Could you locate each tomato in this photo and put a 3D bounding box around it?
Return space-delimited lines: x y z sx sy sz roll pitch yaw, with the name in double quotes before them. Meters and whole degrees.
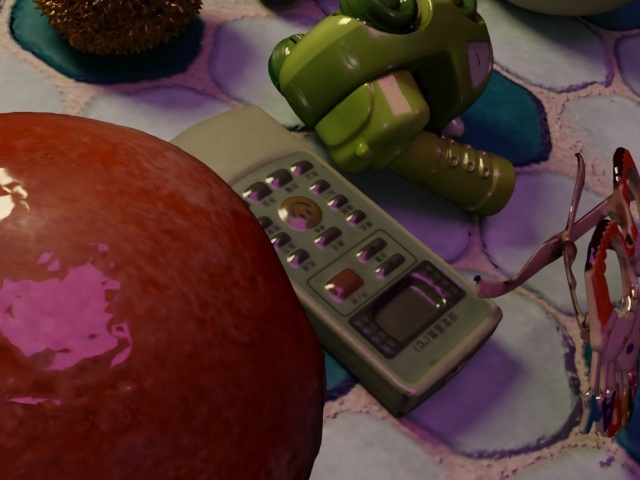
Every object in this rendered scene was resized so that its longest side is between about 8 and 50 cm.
"tomato" -0.120 0.070 0.417 0.265 0.265 0.265 10 49 -12

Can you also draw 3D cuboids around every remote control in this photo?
"remote control" 0.000 0.000 0.676 0.123 0.038 0.285 -32 67 -36

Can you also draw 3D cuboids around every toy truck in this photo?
"toy truck" 0.063 -0.120 0.735 0.187 0.148 0.210 3 66 -40

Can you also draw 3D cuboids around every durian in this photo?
"durian" -0.173 -0.232 0.754 0.158 0.137 0.168 10 60 14

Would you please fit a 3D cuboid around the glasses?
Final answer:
"glasses" 0.211 0.042 0.685 0.162 0.095 0.255 61 42 -22

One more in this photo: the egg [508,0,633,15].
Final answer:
"egg" 0.263 -0.357 0.954 0.269 0.219 0.219 19 48 2
